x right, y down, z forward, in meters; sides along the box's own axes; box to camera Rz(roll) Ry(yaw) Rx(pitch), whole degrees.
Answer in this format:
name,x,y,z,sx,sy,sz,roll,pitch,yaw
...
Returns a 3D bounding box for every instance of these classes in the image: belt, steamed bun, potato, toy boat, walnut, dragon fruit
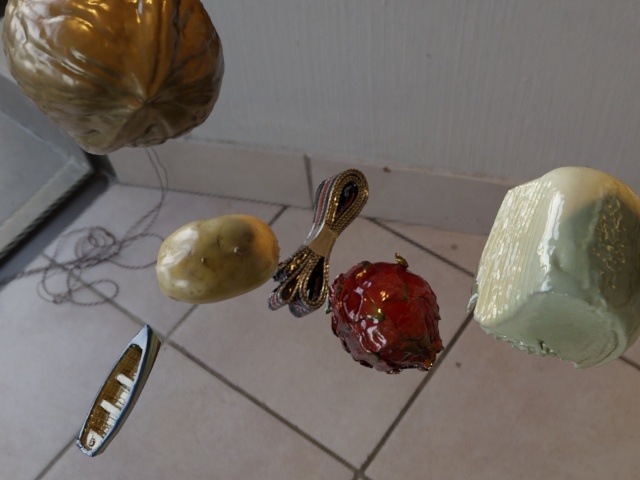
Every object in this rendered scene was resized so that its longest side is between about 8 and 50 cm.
name,x,y,z,sx,sy,sz,roll,pitch,yaw
belt,0.000,0.000,1.636,0.126,0.094,0.359,33,64,-10
steamed bun,0.421,0.049,1.216,0.272,0.273,0.290,16,73,-11
potato,-0.145,0.025,1.086,0.178,0.109,0.118,-15,70,-9
toy boat,-0.327,0.248,1.269,0.080,0.046,0.228,19,78,40
walnut,-0.206,-0.190,0.781,0.228,0.228,0.227,-2,57,3
dragon fruit,0.150,0.170,1.692,0.299,0.244,0.244,39,62,-12
